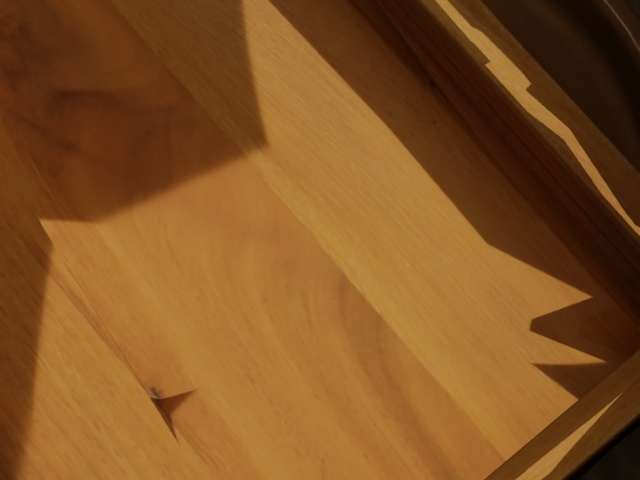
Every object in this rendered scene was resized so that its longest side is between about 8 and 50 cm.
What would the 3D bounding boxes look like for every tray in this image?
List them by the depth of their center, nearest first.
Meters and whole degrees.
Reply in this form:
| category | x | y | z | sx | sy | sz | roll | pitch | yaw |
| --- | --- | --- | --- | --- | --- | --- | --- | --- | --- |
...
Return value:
| category | x | y | z | sx | sy | sz | roll | pitch | yaw |
| --- | --- | --- | --- | --- | --- | --- | --- | --- | --- |
| tray | -0.090 | -0.062 | 0.586 | 0.203 | 0.076 | 0.411 | -39 | 77 | -9 |

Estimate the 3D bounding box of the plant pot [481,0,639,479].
| category | x | y | z | sx | sy | sz | roll | pitch | yaw |
| --- | --- | --- | --- | --- | --- | --- | --- | --- | --- |
| plant pot | 0.000 | 0.000 | 0.665 | 0.237 | 0.110 | 0.237 | 0 | 73 | -1 |
